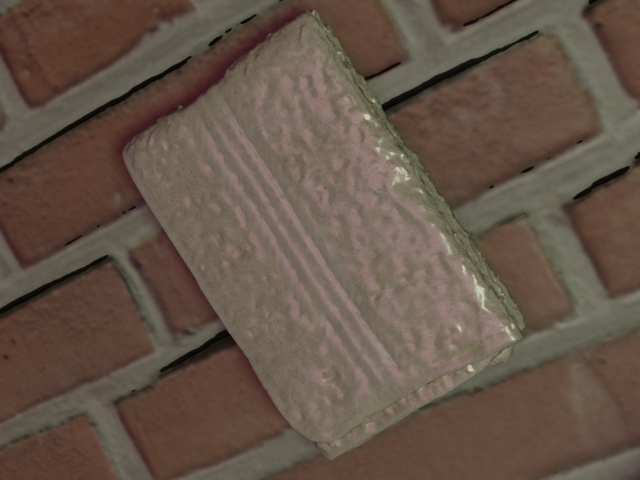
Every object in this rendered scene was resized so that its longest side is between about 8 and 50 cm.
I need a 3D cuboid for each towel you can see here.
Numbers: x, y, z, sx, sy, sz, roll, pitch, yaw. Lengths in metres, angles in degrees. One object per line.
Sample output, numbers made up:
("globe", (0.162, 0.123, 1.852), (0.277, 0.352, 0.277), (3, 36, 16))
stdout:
("towel", (0.000, 0.000, 0.719), (0.187, 0.049, 0.282), (-33, 87, 19))
